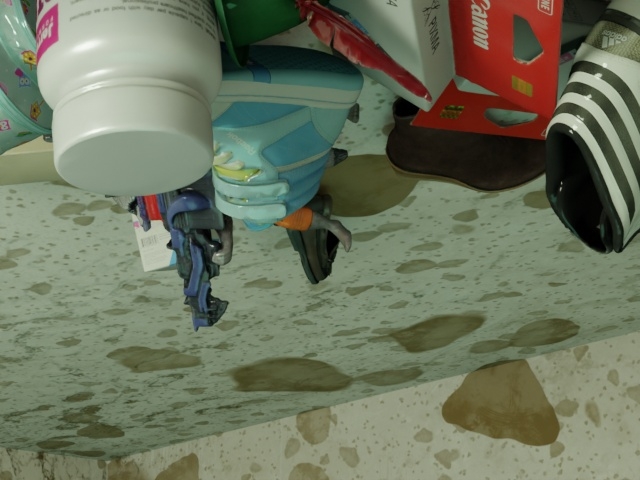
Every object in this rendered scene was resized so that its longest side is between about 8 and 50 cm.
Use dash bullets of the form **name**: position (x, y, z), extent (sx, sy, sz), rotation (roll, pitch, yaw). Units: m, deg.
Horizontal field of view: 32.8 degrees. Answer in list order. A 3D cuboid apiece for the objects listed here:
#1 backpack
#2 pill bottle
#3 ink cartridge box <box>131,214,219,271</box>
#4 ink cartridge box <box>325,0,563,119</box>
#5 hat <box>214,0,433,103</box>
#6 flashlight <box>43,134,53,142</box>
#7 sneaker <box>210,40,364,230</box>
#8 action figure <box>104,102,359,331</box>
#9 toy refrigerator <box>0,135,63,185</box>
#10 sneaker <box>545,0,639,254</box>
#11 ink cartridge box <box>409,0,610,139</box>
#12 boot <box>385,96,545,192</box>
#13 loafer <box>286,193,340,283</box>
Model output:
- **backpack**: position (-0.318, -0.186, 1.074), extent (0.144, 0.189, 0.166), rotation (-12, 158, 13)
- **pill bottle**: position (-0.170, -0.194, 0.965), extent (0.160, 0.283, 0.160), rotation (-6, 159, -2)
- **ink cartridge box**: position (-0.213, -0.034, 1.583), extent (0.092, 0.143, 0.090), rotation (-14, 175, 18)
- **ink cartridge box**: position (0.110, -0.219, 1.082), extent (0.261, 0.066, 0.296), rotation (33, 169, 20)
- **hat**: position (0.004, -0.248, 1.007), extent (0.183, 0.173, 0.208), rotation (-4, 154, 6)
- **flashlight**: position (-0.171, -0.158, 1.268), extent (0.304, 0.103, 0.103), rotation (-6, 120, -20)
- **sneaker**: position (-0.111, -0.104, 1.172), extent (0.318, 0.127, 0.208), rotation (0, 120, -31)
- **action figure**: position (-0.122, -0.054, 1.477), extent (0.330, 0.179, 0.341), rotation (1, 124, -4)
- **toy refrigerator**: position (-0.401, -0.126, 1.323), extent (0.269, 0.102, 0.094), rotation (-6, 159, -3)
- **sneaker**: position (0.387, -0.090, 1.237), extent (0.447, 0.169, 0.258), rotation (27, 98, -44)
- **ink cartridge box**: position (0.280, -0.192, 1.343), extent (0.275, 0.060, 0.239), rotation (3, 140, -24)
- **boot**: position (0.214, -0.140, 1.488), extent (0.248, 0.090, 0.207), rotation (-4, 160, 0)
- **loafer**: position (0.000, 0.000, 1.789), extent (0.084, 0.096, 0.267), rotation (-15, 156, 4)
